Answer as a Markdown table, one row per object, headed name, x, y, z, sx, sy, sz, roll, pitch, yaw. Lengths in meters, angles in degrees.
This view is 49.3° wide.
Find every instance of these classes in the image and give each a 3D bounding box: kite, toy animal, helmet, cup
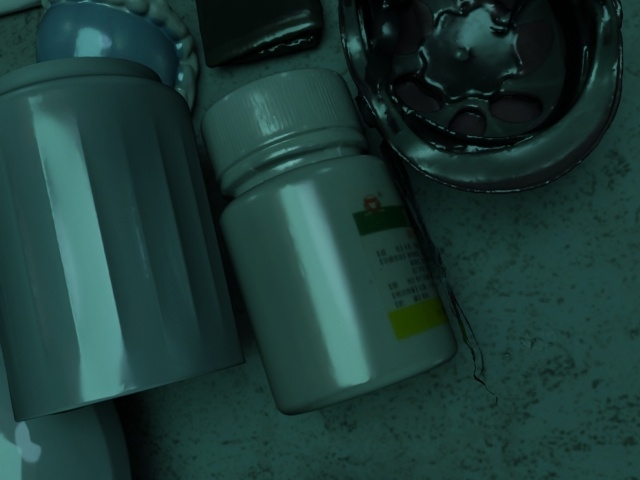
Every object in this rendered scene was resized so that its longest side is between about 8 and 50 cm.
| name | x | y | z | sx | sy | sz | roll | pitch | yaw |
| --- | --- | --- | --- | --- | --- | --- | --- | --- | --- |
| kite | 0.134 | 0.023 | 0.786 | 0.015 | 0.169 | 0.310 | -22 | 94 | 13 |
| toy animal | -0.281 | -0.223 | 0.895 | 0.208 | 0.156 | 0.204 | 7 | 84 | 19 |
| helmet | 0.160 | -0.205 | 0.758 | 0.270 | 0.197 | 0.338 | -23 | 86 | 4 |
| cup | -0.211 | 0.001 | 0.771 | 0.236 | 0.323 | 0.327 | -18 | 81 | 20 |

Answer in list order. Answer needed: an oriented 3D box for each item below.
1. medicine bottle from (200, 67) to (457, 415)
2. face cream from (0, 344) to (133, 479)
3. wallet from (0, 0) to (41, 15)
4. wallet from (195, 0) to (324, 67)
| name | x | y | z | sx | sy | sz | roll | pitch | yaw |
| --- | --- | --- | --- | --- | --- | --- | --- | --- | --- |
| medicine bottle | 0.000 | 0.000 | 0.776 | 0.208 | 0.208 | 0.340 | -21 | 81 | 12 |
| face cream | -0.396 | 0.252 | 0.853 | 0.312 | 0.219 | 0.357 | -36 | 75 | 11 |
| wallet | -0.474 | -0.374 | 1.018 | 0.189 | 0.033 | 0.095 | -9 | 85 | 14 |
| wallet | -0.089 | -0.354 | 0.912 | 0.168 | 0.052 | 0.245 | -12 | 78 | 14 |
